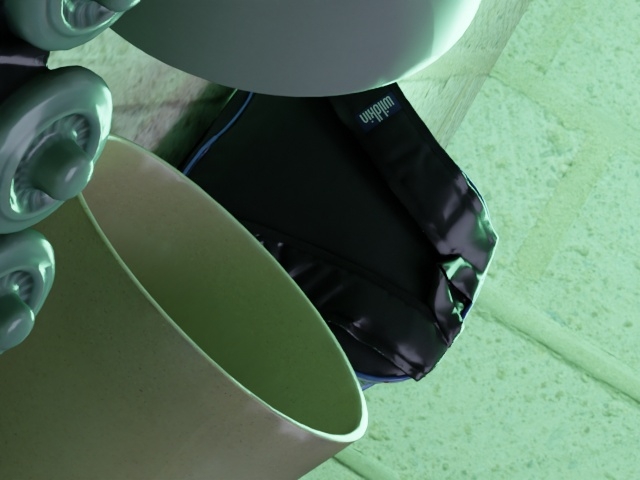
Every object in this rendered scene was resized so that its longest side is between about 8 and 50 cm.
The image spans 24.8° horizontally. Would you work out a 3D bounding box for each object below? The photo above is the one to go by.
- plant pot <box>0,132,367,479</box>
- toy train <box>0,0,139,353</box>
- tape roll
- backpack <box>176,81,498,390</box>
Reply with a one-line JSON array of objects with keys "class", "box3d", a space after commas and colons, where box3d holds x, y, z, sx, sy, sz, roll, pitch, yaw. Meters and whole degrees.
[{"class": "plant pot", "box3d": [-0.157, 0.113, 0.929, 0.274, 0.256, 0.256, -43, 174, 13]}, {"class": "toy train", "box3d": [-0.180, -0.043, 0.545, 0.190, 0.142, 0.334, -31, 153, -50]}, {"class": "tape roll", "box3d": [-0.018, -0.172, 0.681, 0.219, 0.219, 0.072, -52, 168, -36]}, {"class": "backpack", "box3d": [0.000, 0.000, 1.211, 0.276, 0.263, 0.213, -55, -174, -19]}]
